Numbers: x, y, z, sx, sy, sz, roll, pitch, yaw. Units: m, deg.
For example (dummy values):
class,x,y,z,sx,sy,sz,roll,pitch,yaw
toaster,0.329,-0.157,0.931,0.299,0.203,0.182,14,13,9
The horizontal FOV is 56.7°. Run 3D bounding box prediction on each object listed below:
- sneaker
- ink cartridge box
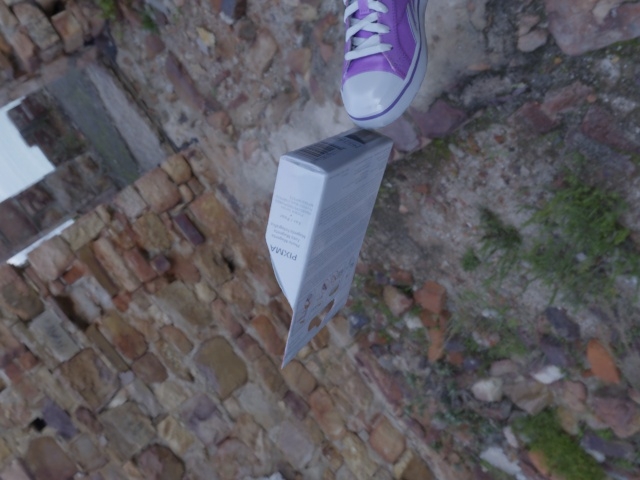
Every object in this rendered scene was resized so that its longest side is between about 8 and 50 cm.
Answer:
class,x,y,z,sx,sy,sz,roll,pitch,yaw
sneaker,0.048,-0.274,0.653,0.102,0.282,0.161,-2,160,35
ink cartridge box,0.000,0.000,0.670,0.066,0.189,0.232,27,118,16
